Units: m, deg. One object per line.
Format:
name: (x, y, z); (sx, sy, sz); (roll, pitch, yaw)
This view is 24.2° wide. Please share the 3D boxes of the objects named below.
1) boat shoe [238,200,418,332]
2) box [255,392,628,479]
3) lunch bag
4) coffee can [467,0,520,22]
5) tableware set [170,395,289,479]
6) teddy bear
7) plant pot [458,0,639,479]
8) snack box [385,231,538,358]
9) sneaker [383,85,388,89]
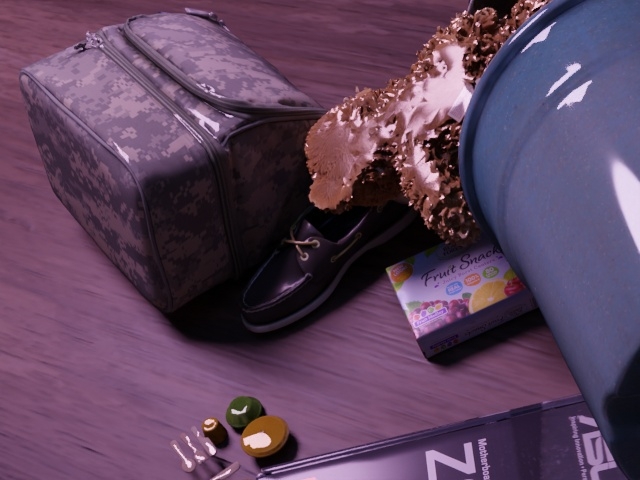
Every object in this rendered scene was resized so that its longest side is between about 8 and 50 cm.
boat shoe: (0.000, 0.000, 1.512); (0.228, 0.068, 0.081); (-41, 47, -13)
box: (0.115, 0.329, 1.151); (0.318, 0.097, 0.395); (-13, 48, 11)
lunch bag: (-0.142, -0.111, 1.591); (0.256, 0.212, 0.305); (-27, 43, -23)
coffee can: (0.260, -0.317, 1.577); (0.201, 0.201, 0.275); (-7, 49, 19)
tableware set: (-0.067, 0.210, 1.393); (0.104, 0.024, 0.154); (-35, 44, -12)
teddy bear: (0.143, -0.115, 1.393); (0.338, 0.113, 0.245); (-39, 49, 23)
plant pot: (0.300, 0.009, 1.141); (0.341, 0.341, 0.334); (-19, 37, 8)
snack box: (0.145, 0.041, 1.432); (0.141, 0.037, 0.100); (-25, 44, 3)
sneaker: (0.094, -0.140, 1.615); (0.032, 0.037, 0.083); (-40, 48, -15)
